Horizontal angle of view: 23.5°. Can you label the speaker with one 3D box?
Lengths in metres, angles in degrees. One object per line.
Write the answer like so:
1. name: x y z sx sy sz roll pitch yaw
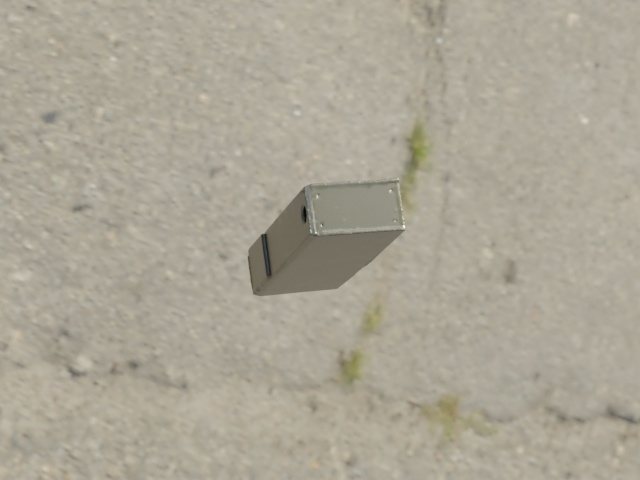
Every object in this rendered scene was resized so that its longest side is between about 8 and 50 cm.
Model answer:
1. speaker: 0.000 0.000 1.274 0.082 0.218 0.044 -4 77 -14
